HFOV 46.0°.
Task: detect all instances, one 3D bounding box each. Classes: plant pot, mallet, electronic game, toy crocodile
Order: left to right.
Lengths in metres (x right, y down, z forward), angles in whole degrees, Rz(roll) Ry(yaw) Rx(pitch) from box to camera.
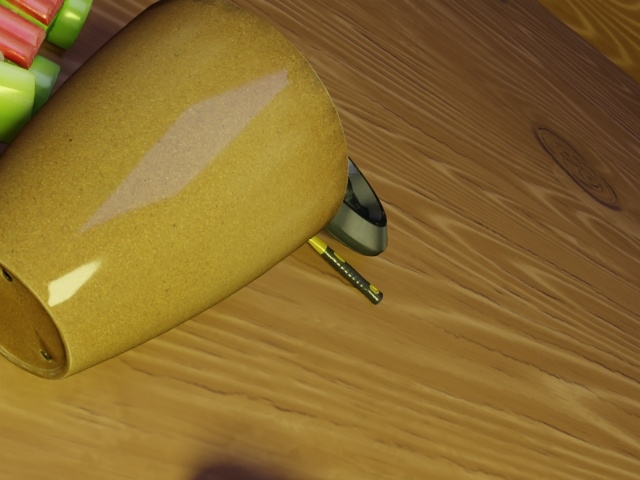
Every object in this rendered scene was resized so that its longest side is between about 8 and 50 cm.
[{"bbox_3d":[-0.274,-0.207,0.681,0.115,0.105,0.341,27,39,-27],"label":"toy crocodile"},{"bbox_3d":[-0.140,-0.024,0.565,0.237,0.237,0.254,44,48,-4],"label":"plant pot"},{"bbox_3d":[-0.002,-0.075,0.861,0.229,0.048,0.229,44,19,-19],"label":"electronic game"},{"bbox_3d":[0.000,0.000,0.839,0.189,0.039,0.062,39,32,-21],"label":"mallet"}]
